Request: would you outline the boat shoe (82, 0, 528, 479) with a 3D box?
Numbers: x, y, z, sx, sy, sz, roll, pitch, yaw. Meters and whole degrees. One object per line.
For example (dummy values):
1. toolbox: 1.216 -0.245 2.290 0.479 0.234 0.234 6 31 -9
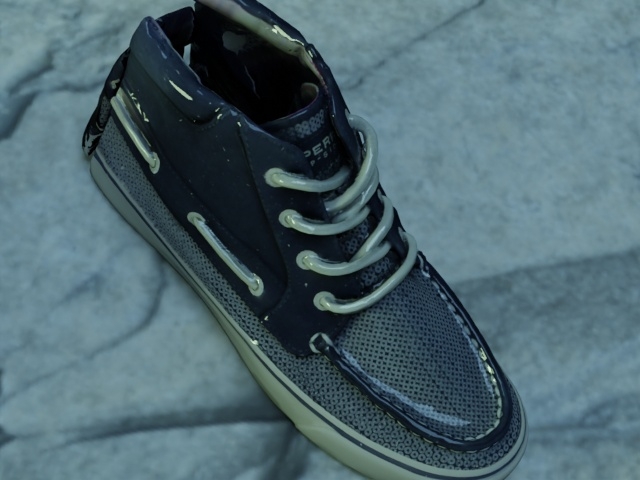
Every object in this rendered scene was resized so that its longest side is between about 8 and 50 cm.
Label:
1. boat shoe: 0.000 0.000 0.907 0.340 0.158 0.127 41 59 8
